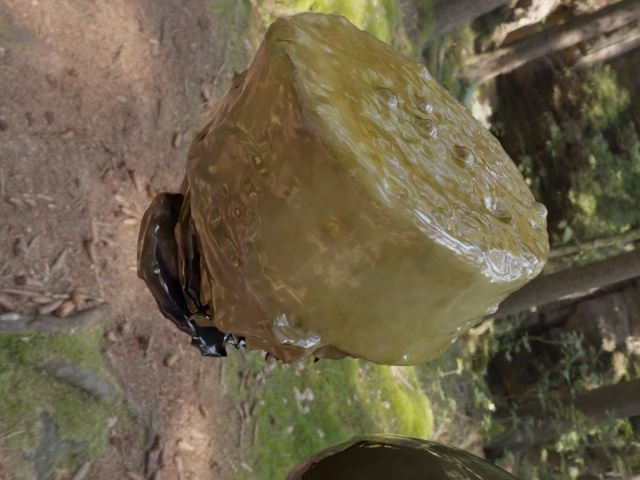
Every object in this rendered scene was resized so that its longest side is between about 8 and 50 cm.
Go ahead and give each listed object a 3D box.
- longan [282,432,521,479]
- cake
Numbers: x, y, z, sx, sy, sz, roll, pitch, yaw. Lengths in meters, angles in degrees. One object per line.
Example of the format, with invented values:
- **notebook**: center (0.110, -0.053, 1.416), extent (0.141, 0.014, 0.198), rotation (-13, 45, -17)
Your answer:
- **longan**: center (0.091, 0.306, 0.456), extent (0.350, 0.288, 0.288), rotation (62, 22, -14)
- **cake**: center (0.002, -0.004, 0.590), extent (0.332, 0.321, 0.332), rotation (30, 35, -24)
